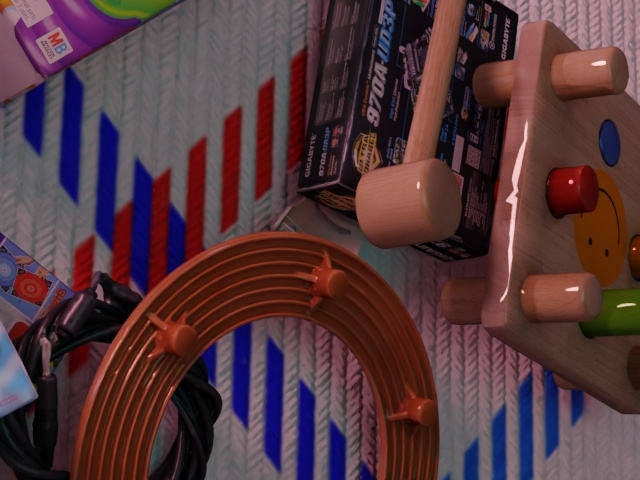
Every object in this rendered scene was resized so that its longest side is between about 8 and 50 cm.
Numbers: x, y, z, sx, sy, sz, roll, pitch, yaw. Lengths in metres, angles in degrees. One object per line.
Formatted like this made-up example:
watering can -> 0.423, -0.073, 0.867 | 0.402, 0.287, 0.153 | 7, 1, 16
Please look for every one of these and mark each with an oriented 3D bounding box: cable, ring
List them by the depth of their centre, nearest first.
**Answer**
cable -> -0.137, 0.122, 1.060 | 0.150, 0.047, 0.184 | -56, 130, -31
ring -> -0.028, 0.162, 1.116 | 0.336, 0.032, 0.337 | -5, 97, -41

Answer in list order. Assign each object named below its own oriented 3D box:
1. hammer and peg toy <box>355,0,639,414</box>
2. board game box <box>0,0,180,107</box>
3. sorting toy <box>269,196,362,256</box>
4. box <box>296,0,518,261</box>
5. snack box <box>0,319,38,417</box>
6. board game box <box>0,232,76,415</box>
hammer and peg toy -> 0.187, -0.036, 1.236 | 0.361, 0.127, 0.266 | 32, 62, -47
board game box -> -0.149, -0.214, 1.085 | 0.275, 0.142, 0.144 | -38, 103, -34
sorting toy -> 0.000, 0.000, 1.213 | 0.083, 0.045, 0.075 | 43, 48, -12
box -> 0.075, -0.113, 1.265 | 0.175, 0.051, 0.220 | 23, 68, -40
snack box -> -0.346, 0.080, 0.900 | 0.322, 0.060, 0.187 | -27, 92, -26
board game box -> -0.251, 0.083, 1.019 | 0.136, 0.035, 0.201 | 42, 60, -22
